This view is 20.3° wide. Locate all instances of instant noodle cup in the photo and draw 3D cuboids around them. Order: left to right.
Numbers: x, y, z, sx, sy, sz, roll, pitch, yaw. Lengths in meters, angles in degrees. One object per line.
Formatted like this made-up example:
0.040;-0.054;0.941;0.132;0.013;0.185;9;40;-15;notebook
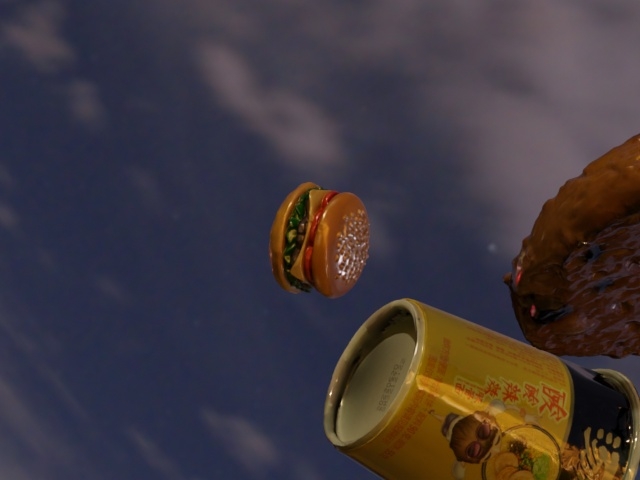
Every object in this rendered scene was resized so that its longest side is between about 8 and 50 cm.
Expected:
0.138;0.164;1.605;0.236;0.216;0.215;29;-21;-21;instant noodle cup

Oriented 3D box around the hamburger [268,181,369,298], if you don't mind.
0.000;0.000;2.420;0.115;0.162;0.162;9;-45;25;hamburger

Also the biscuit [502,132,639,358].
0.276;-0.005;1.355;0.296;0.296;0.075;106;-26;-57;biscuit
